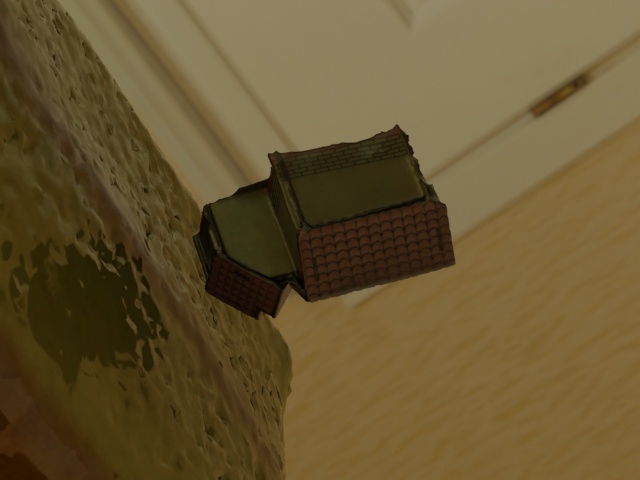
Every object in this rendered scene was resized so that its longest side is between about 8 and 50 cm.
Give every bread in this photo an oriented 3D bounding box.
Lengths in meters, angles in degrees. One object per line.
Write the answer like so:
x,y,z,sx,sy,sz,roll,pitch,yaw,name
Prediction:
-0.171,0.029,0.538,0.233,0.245,0.362,-92,-23,-56,bread

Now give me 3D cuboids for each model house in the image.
0.000,0.000,0.534,0.057,0.083,0.058,109,143,-59,model house
